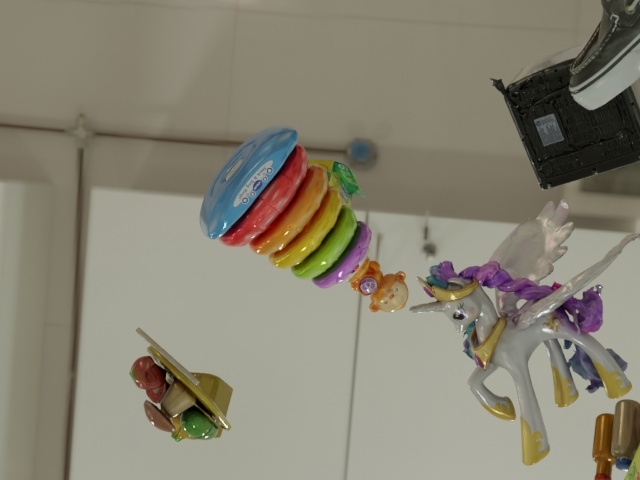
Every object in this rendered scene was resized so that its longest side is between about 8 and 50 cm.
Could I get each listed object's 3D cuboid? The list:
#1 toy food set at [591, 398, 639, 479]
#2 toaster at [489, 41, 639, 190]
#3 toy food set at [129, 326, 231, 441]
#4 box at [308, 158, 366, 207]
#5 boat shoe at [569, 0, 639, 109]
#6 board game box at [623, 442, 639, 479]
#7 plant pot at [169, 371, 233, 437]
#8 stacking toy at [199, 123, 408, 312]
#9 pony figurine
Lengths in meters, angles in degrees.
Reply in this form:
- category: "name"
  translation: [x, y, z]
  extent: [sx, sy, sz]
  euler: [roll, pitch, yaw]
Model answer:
- category: "toy food set"
  translation: [0.488, 0.280, 1.488]
  extent: [0.232, 0.104, 0.111]
  euler: [-1, 143, 25]
- category: "toaster"
  translation: [0.352, -0.181, 1.480]
  extent: [0.168, 0.185, 0.110]
  euler: [-18, -163, 26]
- category: "toy food set"
  translation: [-0.188, 0.199, 1.342]
  extent: [0.128, 0.071, 0.218]
  euler: [38, 165, 25]
- category: "box"
  translation: [-0.028, -0.083, 1.636]
  extent: [0.179, 0.043, 0.105]
  euler: [2, 154, 21]
- category: "boat shoe"
  translation: [0.381, -0.305, 1.262]
  extent: [0.119, 0.335, 0.121]
  euler: [30, -146, -7]
- category: "board game box"
  translation: [0.441, 0.311, 1.380]
  extent: [0.092, 0.181, 0.043]
  euler: [0, -138, -7]
- category: "plant pot"
  translation: [-0.185, 0.229, 1.559]
  extent: [0.082, 0.081, 0.083]
  euler: [2, 148, 17]
- category: "stacking toy"
  translation: [0.000, 0.000, 1.410]
  extent: [0.302, 0.175, 0.166]
  euler: [40, 180, -16]
- category: "pony figurine"
  translation: [0.355, 0.127, 1.760]
  extent: [0.351, 0.363, 0.303]
  euler: [-35, -164, -9]
